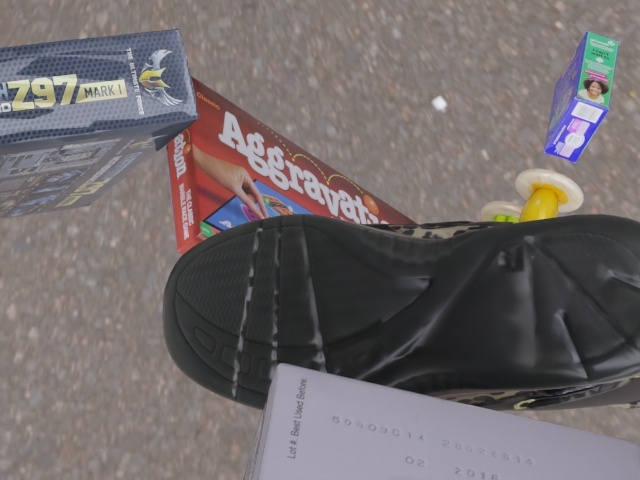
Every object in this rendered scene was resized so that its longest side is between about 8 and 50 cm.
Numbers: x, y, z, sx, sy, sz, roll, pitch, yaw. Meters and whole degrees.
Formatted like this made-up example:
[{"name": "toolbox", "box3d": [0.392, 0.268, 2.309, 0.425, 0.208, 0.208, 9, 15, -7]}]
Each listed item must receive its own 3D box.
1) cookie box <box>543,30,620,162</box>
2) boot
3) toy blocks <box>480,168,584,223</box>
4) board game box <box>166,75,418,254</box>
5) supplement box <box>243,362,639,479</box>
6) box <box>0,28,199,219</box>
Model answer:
[{"name": "cookie box", "box3d": [0.276, -0.152, 1.550, 0.040, 0.107, 0.092, 19, 141, -4]}, {"name": "boot", "box3d": [0.068, 0.040, 0.656, 0.236, 0.178, 0.085, -4, 80, 29]}, {"name": "toy blocks", "box3d": [0.135, 0.033, 1.088, 0.054, 0.123, 0.148, 26, 66, -7]}, {"name": "board game box", "box3d": [0.000, 0.000, 1.050, 0.027, 0.145, 0.281, -34, 136, 27]}, {"name": "supplement box", "box3d": [0.018, 0.164, 0.531, 0.130, 0.073, 0.239, 13, 128, -3]}, {"name": "box", "box3d": [-0.196, -0.056, 0.865, 0.183, 0.233, 0.059, -10, 84, -25]}]
